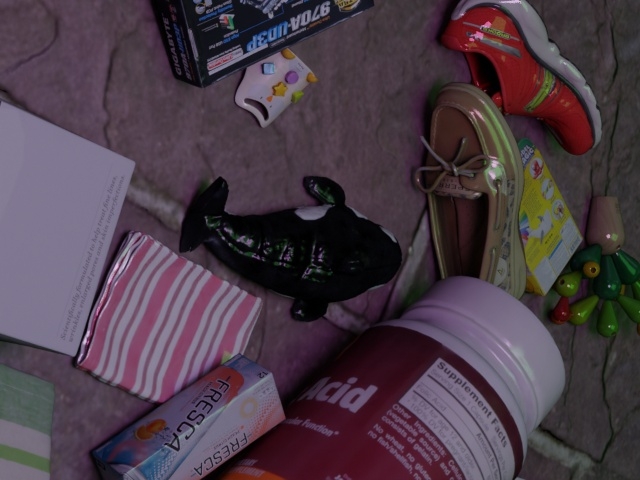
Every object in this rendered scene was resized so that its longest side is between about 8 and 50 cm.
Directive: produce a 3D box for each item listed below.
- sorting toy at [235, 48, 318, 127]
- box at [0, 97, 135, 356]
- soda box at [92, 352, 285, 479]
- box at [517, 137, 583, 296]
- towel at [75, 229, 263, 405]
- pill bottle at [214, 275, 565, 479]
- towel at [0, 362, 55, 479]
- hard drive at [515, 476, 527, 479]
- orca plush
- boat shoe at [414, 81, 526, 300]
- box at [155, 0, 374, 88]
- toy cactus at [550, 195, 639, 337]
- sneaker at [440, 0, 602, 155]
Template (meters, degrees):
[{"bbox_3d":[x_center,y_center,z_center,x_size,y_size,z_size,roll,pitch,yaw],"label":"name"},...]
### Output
[{"bbox_3d":[-0.049,-0.155,1.528,0.075,0.045,0.083,-52,130,-3],"label":"sorting toy"},{"bbox_3d":[-0.277,-0.016,1.253,0.182,0.119,0.181,25,78,-44],"label":"box"},{"bbox_3d":[-0.123,0.186,1.453,0.183,0.058,0.063,-34,126,-27],"label":"soda box"},{"bbox_3d":[0.248,-0.030,1.836,0.105,0.043,0.179,-52,130,-27],"label":"box"},{"bbox_3d":[-0.140,0.089,1.469,0.197,0.029,0.144,32,74,-43],"label":"towel"},{"bbox_3d":[0.071,0.223,1.562,0.392,0.224,0.224,-43,123,-33],"label":"pill bottle"},{"bbox_3d":[-0.312,0.245,1.224,0.248,0.038,0.325,31,52,-52],"label":"towel"},{"bbox_3d":[0.231,0.444,1.822,0.203,0.040,0.307,22,68,-35],"label":"hard drive"},{"bbox_3d":[0.000,0.000,1.545,0.287,0.102,0.151,31,73,-43],"label":"orca plush"},{"bbox_3d":[0.170,-0.037,1.711,0.089,0.104,0.285,-34,119,-41],"label":"boat shoe"},{"bbox_3d":[-0.057,-0.268,1.444,0.220,0.051,0.175,-30,125,-27],"label":"box"},{"bbox_3d":[0.371,0.033,1.938,0.219,0.112,0.180,4,83,-37],"label":"toy cactus"},{"bbox_3d":[0.228,-0.182,1.775,0.118,0.107,0.279,-49,126,-6],"label":"sneaker"}]
